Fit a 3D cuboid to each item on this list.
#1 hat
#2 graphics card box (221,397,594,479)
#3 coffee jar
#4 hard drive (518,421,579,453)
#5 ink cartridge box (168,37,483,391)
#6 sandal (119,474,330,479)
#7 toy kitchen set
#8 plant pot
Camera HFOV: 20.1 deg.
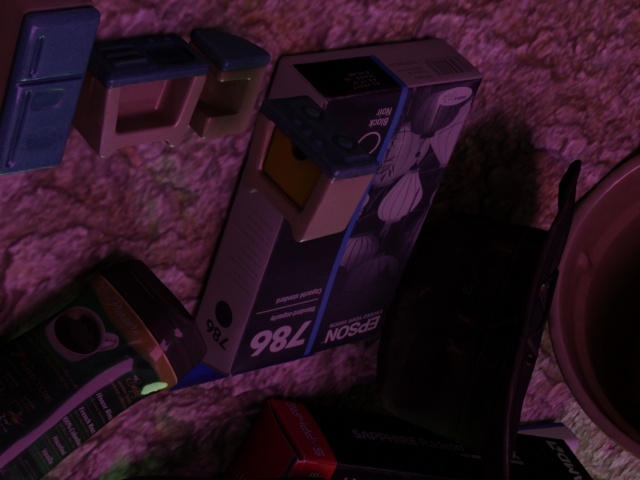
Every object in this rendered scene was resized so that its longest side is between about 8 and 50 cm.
[{"bbox_3d":[0.123,0.078,1.531,0.331,0.134,0.331,14,90,-84],"label":"hat"},{"bbox_3d":[0.062,0.279,1.693,0.371,0.094,0.233,11,119,-34],"label":"graphics card box"},{"bbox_3d":[-0.177,0.096,1.303,0.184,0.096,0.079,-35,143,-13],"label":"coffee jar"},{"bbox_3d":[0.115,0.285,1.876,0.319,0.040,0.210,2,126,-47],"label":"hard drive"},{"bbox_3d":[0.000,0.000,1.419,0.165,0.065,0.332,-13,137,-39],"label":"ink cartridge box"},{"bbox_3d":[-0.099,0.242,1.498,0.254,0.054,0.097,-8,110,-4],"label":"sandal"},{"bbox_3d":[-0.087,-0.079,1.141,0.207,0.166,0.122,-13,136,-39],"label":"toy kitchen set"},{"bbox_3d":[0.403,0.100,1.769,0.334,0.334,0.305,-42,158,-3],"label":"plant pot"}]
